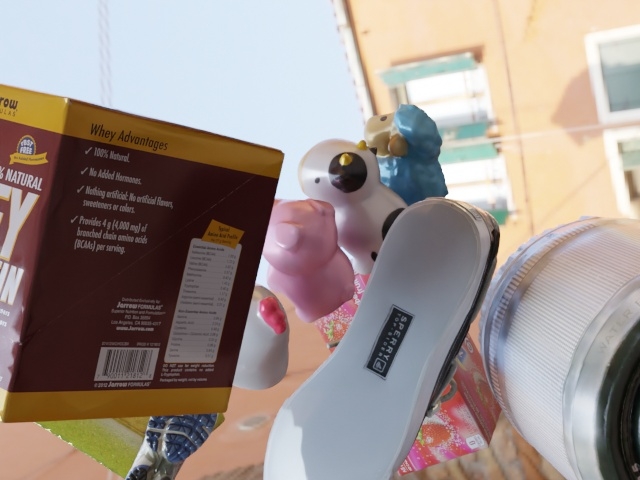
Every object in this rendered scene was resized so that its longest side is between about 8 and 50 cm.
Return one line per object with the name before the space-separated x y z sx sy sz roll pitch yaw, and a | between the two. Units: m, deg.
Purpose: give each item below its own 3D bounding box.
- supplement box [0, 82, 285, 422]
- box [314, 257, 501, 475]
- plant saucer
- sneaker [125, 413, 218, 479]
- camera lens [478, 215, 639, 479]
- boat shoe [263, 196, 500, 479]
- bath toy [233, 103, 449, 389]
supplement box | -0.151 0.007 0.715 0.191 0.129 0.194 8 -84 -50
box | 0.105 0.137 1.284 0.257 0.128 0.122 61 -154 -8
plant saucer | -0.232 0.196 1.285 0.188 0.188 0.045 -34 -32 -59
sneaker | -0.131 0.172 0.918 0.052 0.135 0.058 32 -169 -6
camera lens | 0.259 0.100 0.831 0.274 0.219 0.219 -137 34 -77
boat shoe | 0.056 0.106 0.878 0.105 0.113 0.306 6 -72 -63
bath toy | 0.000 0.000 1.081 0.151 0.129 0.348 43 -122 1
